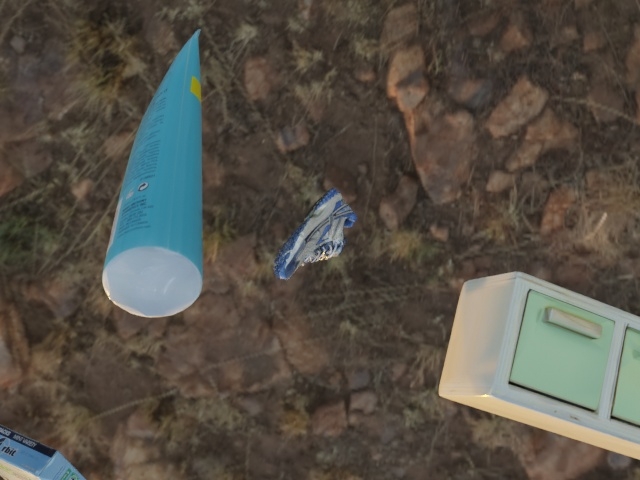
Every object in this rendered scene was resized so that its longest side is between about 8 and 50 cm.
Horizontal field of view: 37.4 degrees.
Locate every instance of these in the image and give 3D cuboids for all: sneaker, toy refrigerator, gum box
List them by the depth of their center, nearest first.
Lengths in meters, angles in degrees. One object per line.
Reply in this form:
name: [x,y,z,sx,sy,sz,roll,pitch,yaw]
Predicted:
toy refrigerator: [0.244,0.118,0.787,0.270,0.102,0.094,20,165,-18]
sneaker: [0.000,0.000,1.048,0.058,0.135,0.052,41,146,-6]
gum box: [-0.346,0.309,1.199,0.157,0.041,0.184,11,144,36]

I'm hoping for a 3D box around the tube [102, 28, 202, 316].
tube: [-0.096,-0.046,0.573,0.052,0.207,0.080,27,125,-27]
